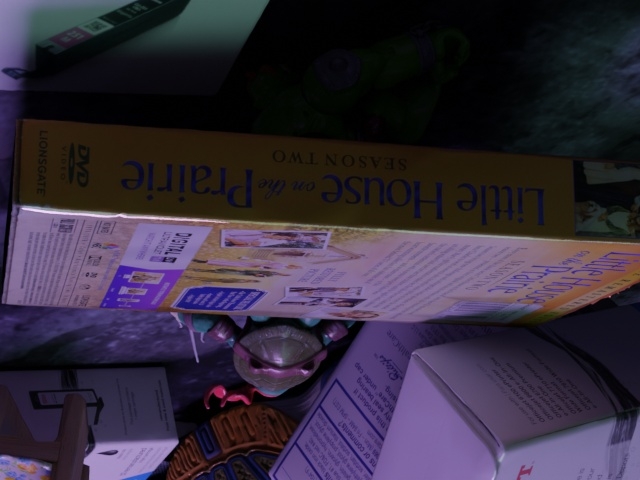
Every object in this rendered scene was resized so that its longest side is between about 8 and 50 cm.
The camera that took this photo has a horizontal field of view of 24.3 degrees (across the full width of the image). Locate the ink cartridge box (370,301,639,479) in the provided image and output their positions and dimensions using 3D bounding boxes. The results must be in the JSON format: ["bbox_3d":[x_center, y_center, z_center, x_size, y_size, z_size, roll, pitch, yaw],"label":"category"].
[{"bbox_3d":[0.202,0.186,1.245,0.307,0.129,0.223,-9,129,-33],"label":"ink cartridge box"}]

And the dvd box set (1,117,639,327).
[{"bbox_3d":[0.000,0.000,1.005,0.420,0.062,0.307,3,167,-12],"label":"dvd box set"}]

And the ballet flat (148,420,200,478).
[{"bbox_3d":[-0.129,0.221,1.590,0.188,0.070,0.070,0,151,-33],"label":"ballet flat"}]

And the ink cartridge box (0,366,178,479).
[{"bbox_3d":[-0.260,0.189,1.429,0.203,0.086,0.148,0,151,-28],"label":"ink cartridge box"}]

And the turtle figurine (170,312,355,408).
[{"bbox_3d":[-0.034,0.066,1.276,0.175,0.118,0.234,-5,147,-17],"label":"turtle figurine"}]

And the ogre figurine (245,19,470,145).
[{"bbox_3d":[0.007,-0.079,1.022,0.197,0.097,0.118,-21,167,40],"label":"ogre figurine"}]

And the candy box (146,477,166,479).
[{"bbox_3d":[-0.120,0.366,1.652,0.122,0.268,0.317,-60,146,-5],"label":"candy box"}]

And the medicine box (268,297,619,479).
[{"bbox_3d":[0.143,0.170,1.400,0.263,0.149,0.289,14,116,-44],"label":"medicine box"}]

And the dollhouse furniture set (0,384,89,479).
[{"bbox_3d":[-0.393,0.307,1.266,0.362,0.256,0.394,7,147,-3],"label":"dollhouse furniture set"}]

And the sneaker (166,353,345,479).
[{"bbox_3d":[-0.013,0.212,1.544,0.296,0.112,0.131,-25,157,6],"label":"sneaker"}]

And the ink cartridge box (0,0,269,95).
[{"bbox_3d":[-0.150,-0.170,0.803,0.275,0.060,0.239,-1,152,-25],"label":"ink cartridge box"}]
